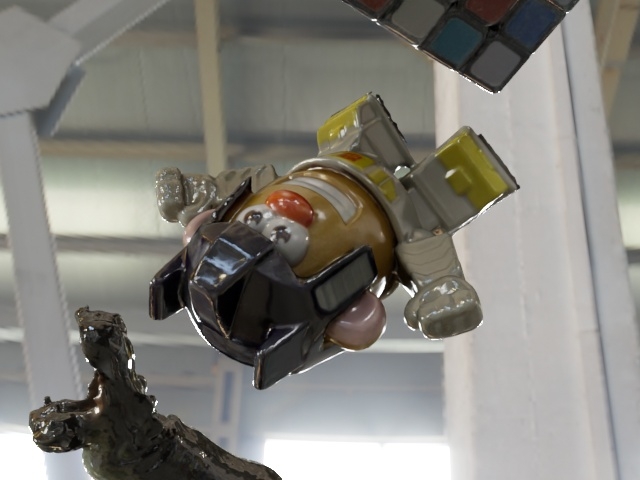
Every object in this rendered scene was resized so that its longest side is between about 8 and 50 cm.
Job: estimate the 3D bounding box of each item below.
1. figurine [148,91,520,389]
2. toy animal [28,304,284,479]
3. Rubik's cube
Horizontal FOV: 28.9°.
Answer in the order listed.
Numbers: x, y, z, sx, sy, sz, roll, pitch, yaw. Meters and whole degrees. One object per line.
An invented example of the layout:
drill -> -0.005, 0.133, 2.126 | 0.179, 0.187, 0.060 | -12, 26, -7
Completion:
figurine -> 0.003, 0.003, 0.961 | 0.308, 0.308, 0.143 | -12, -64, 17
toy animal -> -0.164, 0.223, 1.196 | 0.168, 0.106, 0.343 | -42, -56, -5
Rubik's cube -> 0.132, -0.381, 1.285 | 0.293, 0.287, 0.292 | 27, -64, -28
